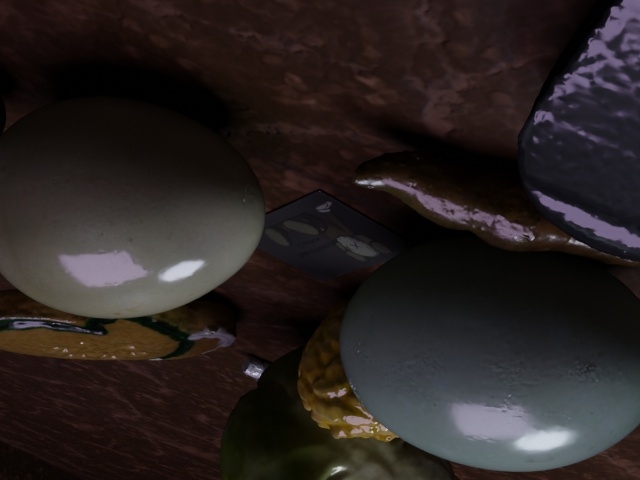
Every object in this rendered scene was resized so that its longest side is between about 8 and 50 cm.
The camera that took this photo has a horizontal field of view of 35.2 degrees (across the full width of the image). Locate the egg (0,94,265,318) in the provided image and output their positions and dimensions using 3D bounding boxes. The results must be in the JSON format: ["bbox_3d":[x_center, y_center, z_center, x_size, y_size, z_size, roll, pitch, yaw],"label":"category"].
[{"bbox_3d":[-0.169,-0.028,0.850,0.254,0.188,0.188,2,153,19],"label":"egg"}]

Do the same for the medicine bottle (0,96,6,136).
[{"bbox_3d":[-0.478,-0.149,0.884,0.375,0.123,0.282,31,155,-26],"label":"medicine bottle"}]

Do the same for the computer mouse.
[{"bbox_3d":[0.220,-0.089,0.565,0.168,0.087,0.295,25,145,1],"label":"computer mouse"}]

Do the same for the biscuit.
[{"bbox_3d":[-0.267,0.110,1.281,0.344,0.057,0.287,7,160,-25],"label":"biscuit"}]

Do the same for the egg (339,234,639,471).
[{"bbox_3d":[0.151,0.096,0.877,0.283,0.203,0.203,1,152,26],"label":"egg"}]

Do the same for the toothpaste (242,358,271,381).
[{"bbox_3d":[-0.034,0.221,1.528,0.190,0.031,0.048,26,149,-27],"label":"toothpaste"}]

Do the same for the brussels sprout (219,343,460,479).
[{"bbox_3d":[0.036,0.260,1.261,0.317,0.273,0.242,15,135,-5],"label":"brussels sprout"}]

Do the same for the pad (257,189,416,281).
[{"bbox_3d":[0.000,0.000,1.028,0.127,0.004,0.190,28,156,-24],"label":"pad"}]

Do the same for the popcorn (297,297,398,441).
[{"bbox_3d":[0.063,0.139,1.106,0.180,0.170,0.180,24,128,34],"label":"popcorn"}]

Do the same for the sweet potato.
[{"bbox_3d":[0.158,-0.020,0.791,0.274,0.067,0.067,16,158,-5],"label":"sweet potato"}]
